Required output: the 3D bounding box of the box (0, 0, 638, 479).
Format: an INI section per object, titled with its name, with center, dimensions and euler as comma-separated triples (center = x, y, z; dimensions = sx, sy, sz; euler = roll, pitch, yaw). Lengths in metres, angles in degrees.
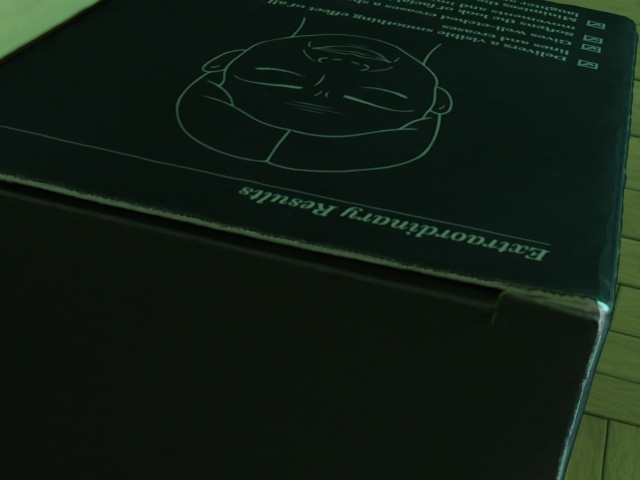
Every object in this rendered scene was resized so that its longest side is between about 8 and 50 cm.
[box]
center = 0.000, 0.000, 0.632
dimensions = 0.395, 0.294, 0.212
euler = -57, 158, -60
